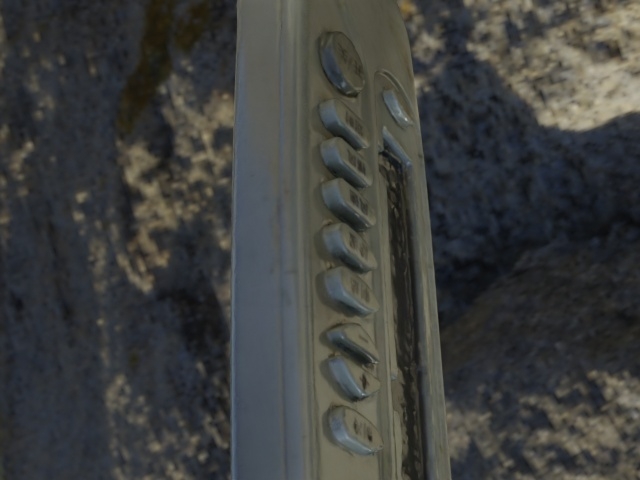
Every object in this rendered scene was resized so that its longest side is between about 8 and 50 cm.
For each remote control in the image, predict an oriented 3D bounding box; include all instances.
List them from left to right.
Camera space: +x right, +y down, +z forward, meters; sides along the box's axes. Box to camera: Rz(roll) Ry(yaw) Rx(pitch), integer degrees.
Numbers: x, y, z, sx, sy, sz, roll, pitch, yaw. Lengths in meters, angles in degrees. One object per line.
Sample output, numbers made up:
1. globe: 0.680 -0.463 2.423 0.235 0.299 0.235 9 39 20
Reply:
1. remote control: 0.001 0.000 0.457 0.049 0.090 0.230 -17 55 23
